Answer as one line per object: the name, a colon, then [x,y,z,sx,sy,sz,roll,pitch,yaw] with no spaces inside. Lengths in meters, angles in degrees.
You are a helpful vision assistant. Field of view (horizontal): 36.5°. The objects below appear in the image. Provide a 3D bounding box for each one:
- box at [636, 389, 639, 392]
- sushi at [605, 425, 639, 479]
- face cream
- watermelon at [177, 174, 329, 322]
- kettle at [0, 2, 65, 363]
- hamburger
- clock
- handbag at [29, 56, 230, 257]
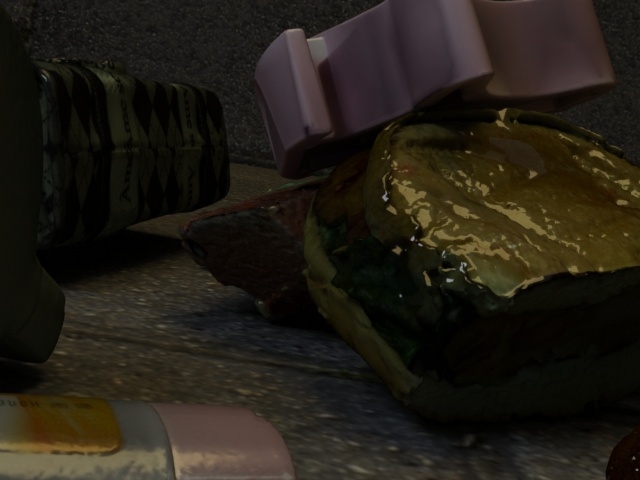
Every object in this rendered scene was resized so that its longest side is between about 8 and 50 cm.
box: [0.273,0.038,0.826,0.175,0.062,0.260,9,25,0]
sushi: [0.194,0.117,0.456,0.120,0.055,0.052,17,-8,-30]
face cream: [-0.110,0.080,0.331,0.198,0.057,0.084,5,5,-25]
watermelon: [0.000,0.000,0.763,0.193,0.139,0.257,-20,-5,29]
kettle: [-0.305,-0.019,0.445,0.318,0.265,0.205,9,37,13]
hamburger: [0.112,0.000,0.635,0.309,0.132,0.211,-6,43,-35]
clock: [0.091,-0.126,0.702,0.275,0.080,0.290,-14,-2,-1]
handbag: [-0.297,-0.079,0.942,0.317,0.180,0.416,-2,6,14]
